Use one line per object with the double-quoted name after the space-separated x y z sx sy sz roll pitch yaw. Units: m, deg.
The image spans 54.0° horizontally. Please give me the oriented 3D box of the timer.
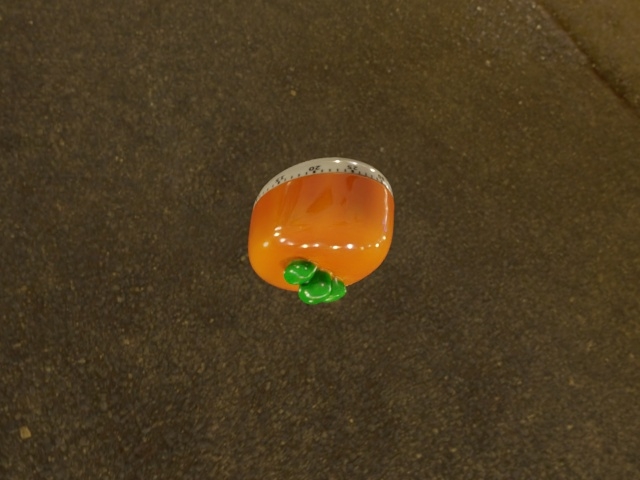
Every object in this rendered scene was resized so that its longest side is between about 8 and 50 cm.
0.000 0.000 0.534 0.099 0.136 0.136 37 40 -45 "timer"
